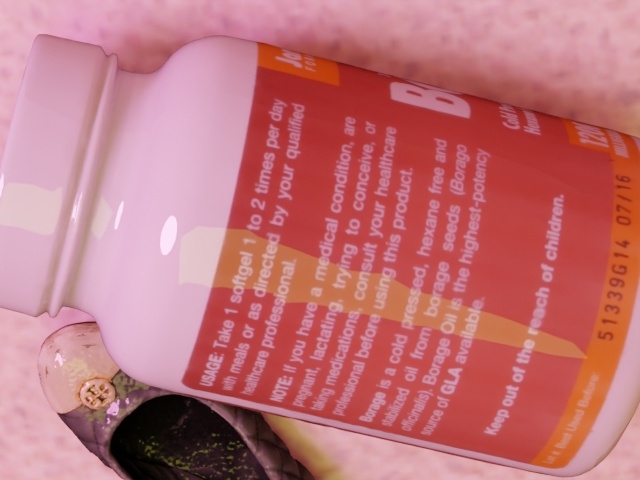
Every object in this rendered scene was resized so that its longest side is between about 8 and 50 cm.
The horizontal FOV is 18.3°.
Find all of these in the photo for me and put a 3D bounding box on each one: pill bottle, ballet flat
[{"bbox_3d":[0.000,0.000,0.666,0.216,0.121,0.121,14,116,-8],"label":"pill bottle"},{"bbox_3d":[-0.039,0.092,0.754,0.057,0.049,0.173,-40,111,17],"label":"ballet flat"}]
